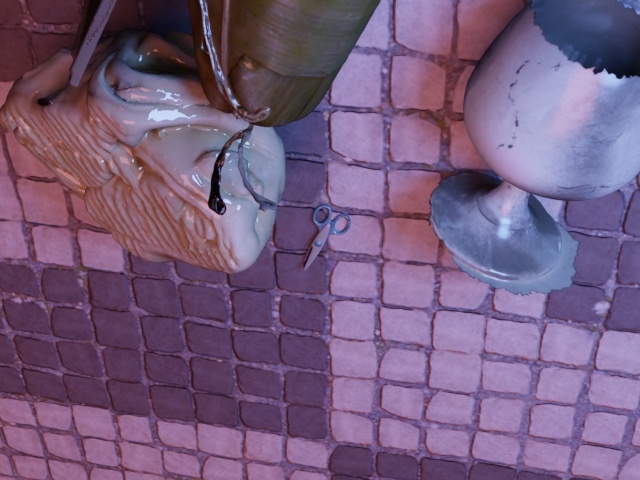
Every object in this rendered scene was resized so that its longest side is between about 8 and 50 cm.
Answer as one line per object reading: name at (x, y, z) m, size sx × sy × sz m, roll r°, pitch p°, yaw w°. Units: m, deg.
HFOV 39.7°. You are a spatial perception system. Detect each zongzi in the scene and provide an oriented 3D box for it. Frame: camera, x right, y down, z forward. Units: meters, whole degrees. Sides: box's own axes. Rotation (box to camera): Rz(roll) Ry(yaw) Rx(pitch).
zongzi at (-0.104, -0.295, 0.909) m, size 0.418 × 0.181 × 0.447 m, roll 40°, pitch 128°, yaw 12°

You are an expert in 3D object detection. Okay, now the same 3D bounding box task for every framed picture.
framed picture at (-0.231, -0.327, 0.994) m, size 0.019 × 0.281 × 0.209 m, roll 20°, pitch 131°, yaw -23°

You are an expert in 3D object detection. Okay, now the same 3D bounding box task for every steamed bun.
steamed bun at (-0.196, -0.146, 1.130) m, size 0.394 × 0.237 × 0.346 m, roll 33°, pitch 150°, yaw 6°

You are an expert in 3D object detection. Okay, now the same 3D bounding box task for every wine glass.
wine glass at (0.270, -0.118, 1.051) m, size 0.238 × 0.238 × 0.323 m, roll 19°, pitch 138°, yaw 0°

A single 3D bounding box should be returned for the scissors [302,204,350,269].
scissors at (0.000, 0.000, 1.330) m, size 0.058 × 0.014 × 0.119 m, roll 26°, pitch 123°, yaw -4°
